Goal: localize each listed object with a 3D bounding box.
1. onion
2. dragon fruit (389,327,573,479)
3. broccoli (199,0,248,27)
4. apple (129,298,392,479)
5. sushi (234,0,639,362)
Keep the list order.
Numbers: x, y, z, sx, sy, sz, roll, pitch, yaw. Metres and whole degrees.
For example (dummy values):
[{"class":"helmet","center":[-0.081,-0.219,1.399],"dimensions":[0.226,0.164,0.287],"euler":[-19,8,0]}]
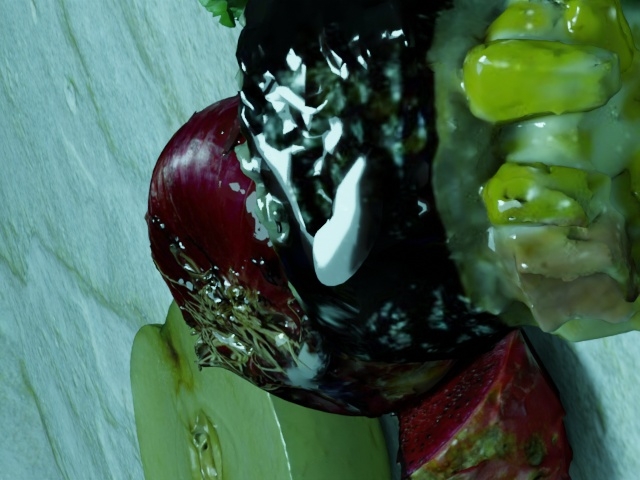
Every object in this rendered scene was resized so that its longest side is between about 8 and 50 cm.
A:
[{"class":"onion","center":[0.000,0.000,1.566],"dimensions":[0.314,0.232,0.314],"euler":[30,151,19]},{"class":"dragon fruit","center":[0.141,0.166,1.552],"dimensions":[0.261,0.163,0.189],"euler":[-74,6,-73]},{"class":"broccoli","center":[-0.009,-0.234,1.531],"dimensions":[0.294,0.245,0.265],"euler":[46,124,40]},{"class":"apple","center":[-0.085,0.226,1.954],"dimensions":[0.312,0.320,0.360],"euler":[33,-142,-64]},{"class":"sushi","center":[0.134,-0.084,1.241],"dimensions":[0.285,0.328,0.328],"euler":[-10,89,30]}]
